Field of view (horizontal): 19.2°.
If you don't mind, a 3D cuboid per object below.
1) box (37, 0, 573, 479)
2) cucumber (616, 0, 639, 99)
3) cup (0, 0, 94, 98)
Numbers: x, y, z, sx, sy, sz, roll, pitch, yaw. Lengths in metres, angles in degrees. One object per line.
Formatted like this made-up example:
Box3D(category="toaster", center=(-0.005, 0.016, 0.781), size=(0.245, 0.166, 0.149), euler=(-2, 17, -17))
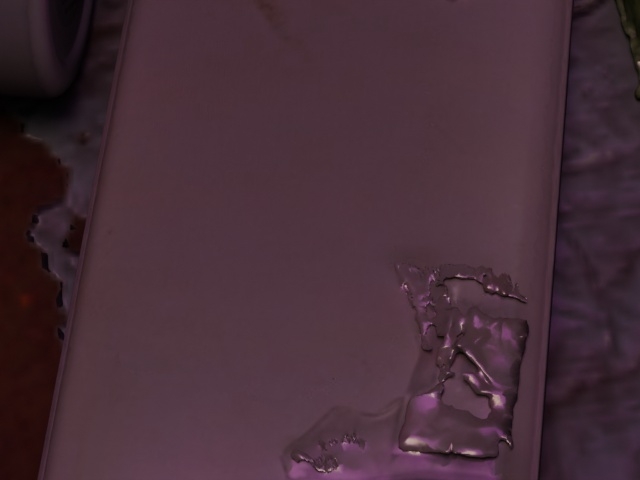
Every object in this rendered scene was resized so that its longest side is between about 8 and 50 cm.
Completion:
Box3D(category="box", center=(0.000, 0.000, 0.568), size=(0.142, 0.044, 0.285), euler=(5, 66, 6))
Box3D(category="cucumber", center=(0.218, -0.068, 0.586), size=(0.244, 0.063, 0.115), euler=(-4, 66, -2))
Box3D(category="cup", center=(-0.139, -0.113, 0.592), size=(0.133, 0.099, 0.136), euler=(4, 66, 4))
